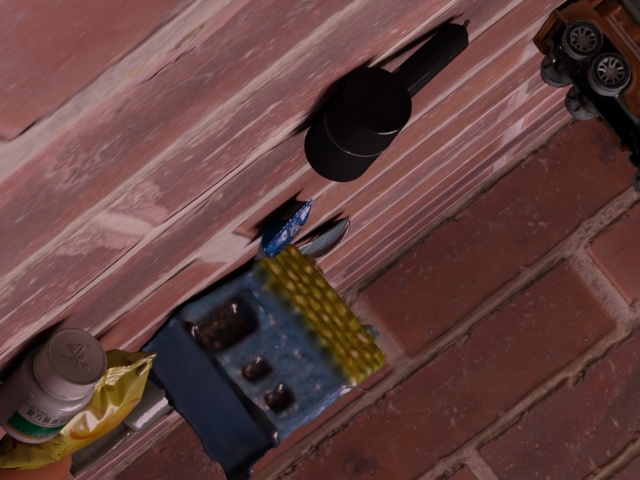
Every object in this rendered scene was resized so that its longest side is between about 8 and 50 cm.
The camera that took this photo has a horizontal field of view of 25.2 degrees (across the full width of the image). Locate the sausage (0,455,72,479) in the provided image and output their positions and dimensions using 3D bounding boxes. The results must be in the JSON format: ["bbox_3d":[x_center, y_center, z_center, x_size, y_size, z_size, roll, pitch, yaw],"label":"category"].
[{"bbox_3d":[-0.421,0.325,1.914,0.086,0.086,0.289,-39,173,15],"label":"sausage"}]

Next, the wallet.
[{"bbox_3d":[-0.253,0.233,2.249,0.360,0.083,0.252,-40,178,8],"label":"wallet"}]

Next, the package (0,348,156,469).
[{"bbox_3d":[-0.295,0.203,1.703,0.168,0.090,0.226,-31,173,-36],"label":"package"}]

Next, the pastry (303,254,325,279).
[{"bbox_3d":[-0.053,0.152,2.265,0.121,0.089,0.258,-19,125,-66],"label":"pastry"}]

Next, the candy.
[{"bbox_3d":[-0.049,-0.014,1.789,0.088,0.038,0.136,-50,-177,-10],"label":"candy"}]

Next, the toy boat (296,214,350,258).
[{"bbox_3d":[0.000,0.000,2.175,0.096,0.034,0.122,-46,170,20],"label":"toy boat"}]

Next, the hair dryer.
[{"bbox_3d":[0.080,-0.153,1.404,0.219,0.071,0.124,-44,179,-27],"label":"hair dryer"}]

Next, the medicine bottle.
[{"bbox_3d":[-0.274,0.147,1.456,0.080,0.080,0.130,-32,172,-45],"label":"medicine bottle"}]

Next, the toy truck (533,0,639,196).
[{"bbox_3d":[0.453,-0.194,1.895,0.184,0.338,0.133,-37,174,-11],"label":"toy truck"}]

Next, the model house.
[{"bbox_3d":[-0.066,0.160,2.014,0.303,0.237,0.215,-33,172,-38],"label":"model house"}]
